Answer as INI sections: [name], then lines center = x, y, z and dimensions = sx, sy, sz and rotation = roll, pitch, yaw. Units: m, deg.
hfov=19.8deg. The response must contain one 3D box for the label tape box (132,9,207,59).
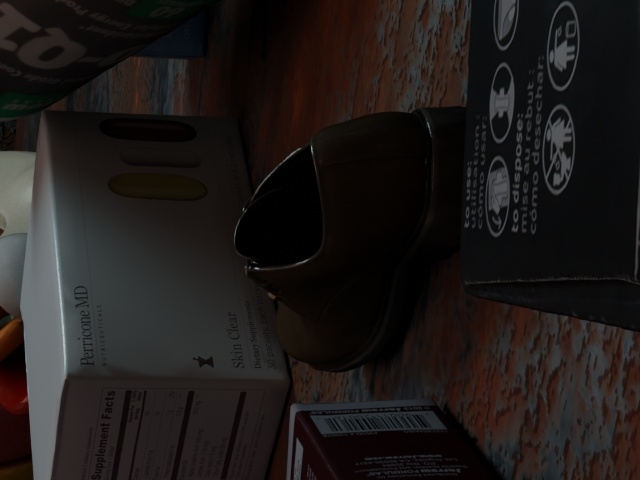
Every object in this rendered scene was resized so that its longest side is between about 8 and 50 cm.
[label tape box]
center = -0.254, -0.272, 1.428
dimensions = 0.106, 0.333, 0.241
rotation = -134, 47, -71

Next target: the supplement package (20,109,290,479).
[supplement package]
center = -0.126, 0.068, 1.277
dimensions = 0.262, 0.145, 0.204
rotation = -104, 21, -45

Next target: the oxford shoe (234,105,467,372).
[oxford shoe]
center = 0.000, 0.000, 0.891
dimensions = 0.227, 0.096, 0.083
rotation = 113, 153, -59

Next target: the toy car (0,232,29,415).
[toy car]
center = -0.228, 0.076, 1.501
dimensions = 0.159, 0.182, 0.136
rotation = -36, 71, 38

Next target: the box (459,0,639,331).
[box]
center = 0.118, -0.105, 0.339
dimensions = 0.163, 0.142, 0.247
rotation = -171, 84, -77

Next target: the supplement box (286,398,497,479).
[supplement box]
center = 0.043, 0.165, 0.747
dimensions = 0.239, 0.073, 0.130
rotation = -128, 40, -69

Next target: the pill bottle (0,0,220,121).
[pill bottle]
center = -0.194, -0.198, 1.204
dimensions = 0.361, 0.204, 0.204
rotation = -23, 64, 48

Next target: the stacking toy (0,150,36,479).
[stacking toy]
center = -0.345, 0.175, 1.955
dimensions = 0.350, 0.350, 0.480
rotation = -116, 14, -61
